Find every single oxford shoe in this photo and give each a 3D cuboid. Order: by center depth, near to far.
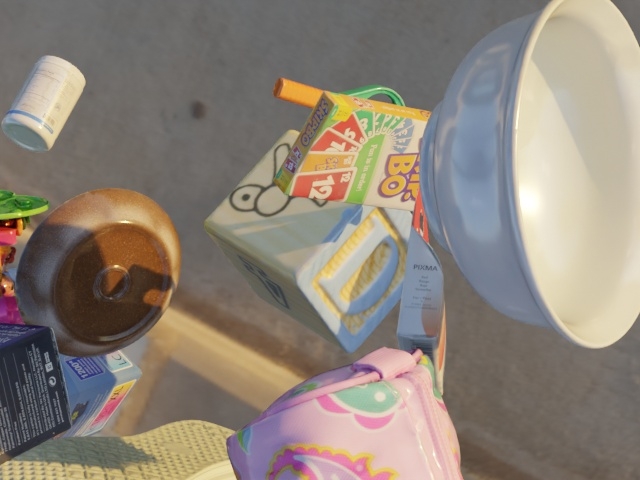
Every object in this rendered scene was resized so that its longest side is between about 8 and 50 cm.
[{"bbox_3d":[-0.226,0.306,1.642,0.169,0.449,0.130,25,100,27],"label":"oxford shoe"}]

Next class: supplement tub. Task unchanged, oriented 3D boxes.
[{"bbox_3d":[-0.350,-0.172,1.760,0.071,0.071,0.107,9,60,25],"label":"supplement tub"}]

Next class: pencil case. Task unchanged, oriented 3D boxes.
[{"bbox_3d":[0.056,0.197,0.687,0.124,0.124,0.284,-27,82,19],"label":"pencil case"}]

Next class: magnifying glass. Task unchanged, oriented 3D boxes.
[{"bbox_3d":[0.030,-0.193,2.001,0.026,0.231,0.092,34,107,52],"label":"magnifying glass"}]

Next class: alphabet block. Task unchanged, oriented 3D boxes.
[{"bbox_3d":[0.000,0.000,1.860,0.192,0.193,0.197,-47,47,-13],"label":"alphabet block"}]

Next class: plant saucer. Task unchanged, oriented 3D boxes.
[{"bbox_3d":[-0.233,0.042,1.518,0.036,0.198,0.199,30,98,51],"label":"plant saucer"}]

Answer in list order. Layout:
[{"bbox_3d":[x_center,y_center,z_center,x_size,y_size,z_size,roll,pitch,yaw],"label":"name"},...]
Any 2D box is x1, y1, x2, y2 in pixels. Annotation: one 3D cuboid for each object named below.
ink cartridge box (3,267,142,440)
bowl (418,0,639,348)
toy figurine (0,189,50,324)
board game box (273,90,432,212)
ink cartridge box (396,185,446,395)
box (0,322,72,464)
[{"bbox_3d":[-0.492,0.194,2.030,0.270,0.395,0.151,42,116,17],"label":"ink cartridge box"},{"bbox_3d":[0.174,-0.058,1.171,0.134,0.298,0.298,-1,84,34],"label":"bowl"},{"bbox_3d":[-0.391,0.030,1.673,0.173,0.130,0.159,-153,60,-64],"label":"toy figurine"},{"bbox_3d":[0.078,-0.095,1.589,0.039,0.259,0.124,51,122,36],"label":"board game box"},{"bbox_3d":[0.111,0.047,1.386,0.045,0.145,0.179,7,62,11],"label":"ink cartridge box"},{"bbox_3d":[-0.364,0.158,1.305,0.153,0.207,0.108,0,105,36],"label":"box"}]
